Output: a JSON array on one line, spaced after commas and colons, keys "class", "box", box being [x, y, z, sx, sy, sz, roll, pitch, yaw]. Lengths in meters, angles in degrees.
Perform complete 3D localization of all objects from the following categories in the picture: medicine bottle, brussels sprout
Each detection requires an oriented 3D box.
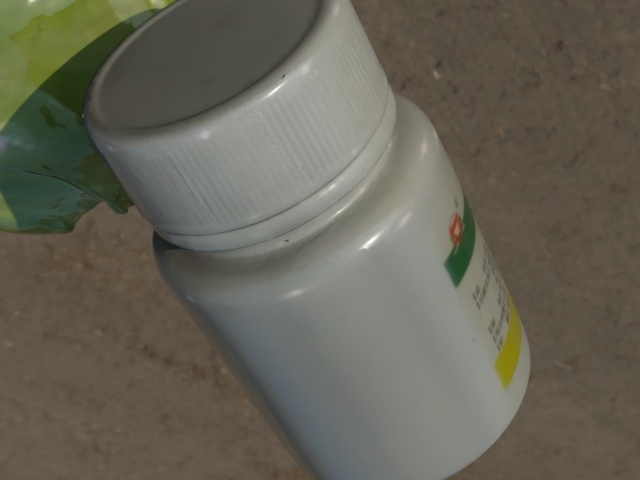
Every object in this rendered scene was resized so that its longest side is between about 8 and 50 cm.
[{"class": "medicine bottle", "box": [0.000, 0.000, 0.731, 0.208, 0.208, 0.339, -20, 127, 12]}, {"class": "brussels sprout", "box": [-0.233, -0.168, 0.884, 0.328, 0.247, 0.328, -34, 155, -18]}]
